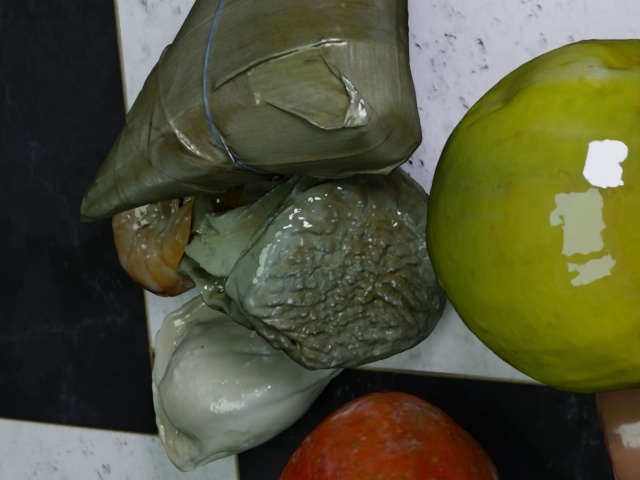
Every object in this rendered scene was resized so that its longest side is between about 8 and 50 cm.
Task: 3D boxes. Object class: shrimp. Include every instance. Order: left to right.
[{"bbox_3d":[-0.136,-0.052,2.069,0.287,0.063,0.152,-44,69,33],"label":"shrimp"}]

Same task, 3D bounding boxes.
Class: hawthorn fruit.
[{"bbox_3d":[0.075,0.305,1.930,0.284,0.284,0.284,8,107,28],"label":"hawthorn fruit"}]

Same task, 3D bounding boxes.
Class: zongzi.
[{"bbox_3d":[-0.082,-0.212,1.866,0.392,0.174,0.356,-14,62,35],"label":"zongzi"}]

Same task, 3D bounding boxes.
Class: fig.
[{"bbox_3d":[0.246,-0.016,1.700,0.343,0.343,0.343,8,107,28],"label":"fig"}]

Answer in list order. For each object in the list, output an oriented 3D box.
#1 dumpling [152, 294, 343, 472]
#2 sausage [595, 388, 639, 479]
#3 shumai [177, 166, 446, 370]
[{"bbox_3d":[-0.091,0.133,2.057,0.252,0.131,0.179,-33,64,21],"label":"dumpling"},{"bbox_3d":[0.408,0.152,1.742,0.304,0.121,0.121,-14,97,15],"label":"sausage"},{"bbox_3d":[0.000,0.000,1.931,0.222,0.260,0.225,52,127,54],"label":"shumai"}]
